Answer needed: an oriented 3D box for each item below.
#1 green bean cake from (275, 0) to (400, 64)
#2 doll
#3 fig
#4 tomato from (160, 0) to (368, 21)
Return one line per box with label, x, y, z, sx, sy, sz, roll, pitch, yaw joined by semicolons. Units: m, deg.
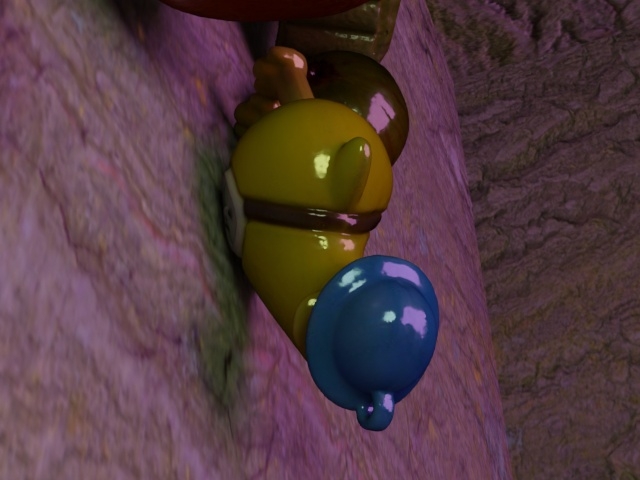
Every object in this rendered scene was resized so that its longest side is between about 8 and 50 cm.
green bean cake;0.023;-0.292;1.173;0.236;0.124;0.233;-86;-172;-51
doll;0.000;0.000;0.871;0.199;0.145;0.363;117;-33;-41
fig;0.029;-0.078;1.112;0.259;0.151;0.151;69;14;-48
tomato;-0.048;-0.327;0.779;0.290;0.293;0.325;37;52;-77
